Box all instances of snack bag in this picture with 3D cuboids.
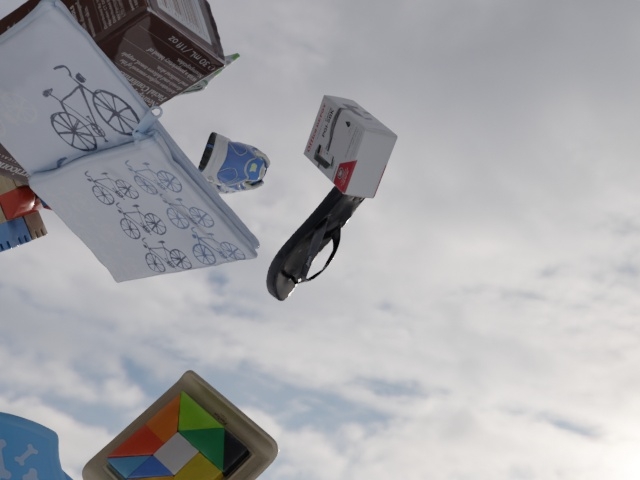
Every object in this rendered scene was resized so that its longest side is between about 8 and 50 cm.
[{"bbox_3d":[-0.258,-0.091,1.038,0.323,0.037,0.342,-8,-54,50],"label":"snack bag"}]

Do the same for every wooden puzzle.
[{"bbox_3d":[-0.217,0.334,1.413,0.221,0.238,0.044,34,-23,30],"label":"wooden puzzle"}]

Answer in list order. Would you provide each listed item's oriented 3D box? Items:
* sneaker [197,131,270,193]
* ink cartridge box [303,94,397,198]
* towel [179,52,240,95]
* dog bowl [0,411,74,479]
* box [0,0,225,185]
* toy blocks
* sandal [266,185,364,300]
[{"bbox_3d":[-0.114,-0.094,1.287,0.081,0.080,0.211,19,1,2],"label":"sneaker"},{"bbox_3d":[0.039,-0.134,1.310,0.056,0.135,0.099,6,-65,-32],"label":"ink cartridge box"},{"bbox_3d":[-0.227,-0.309,1.751,0.113,0.152,0.023,-5,-62,29],"label":"towel"},{"bbox_3d":[-0.178,0.219,0.613,0.297,0.074,0.166,35,-65,-30],"label":"dog bowl"},{"bbox_3d":[-0.347,-0.239,1.303,0.381,0.143,0.191,-26,-23,20],"label":"box"},{"bbox_3d":[-0.614,-0.089,1.739,0.381,0.191,0.261,-19,-85,22],"label":"toy blocks"},{"bbox_3d":[0.000,0.000,1.479,0.054,0.254,0.097,43,15,23],"label":"sandal"}]
